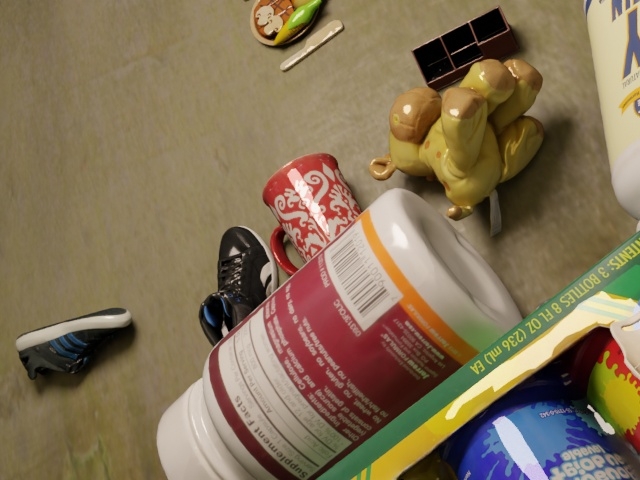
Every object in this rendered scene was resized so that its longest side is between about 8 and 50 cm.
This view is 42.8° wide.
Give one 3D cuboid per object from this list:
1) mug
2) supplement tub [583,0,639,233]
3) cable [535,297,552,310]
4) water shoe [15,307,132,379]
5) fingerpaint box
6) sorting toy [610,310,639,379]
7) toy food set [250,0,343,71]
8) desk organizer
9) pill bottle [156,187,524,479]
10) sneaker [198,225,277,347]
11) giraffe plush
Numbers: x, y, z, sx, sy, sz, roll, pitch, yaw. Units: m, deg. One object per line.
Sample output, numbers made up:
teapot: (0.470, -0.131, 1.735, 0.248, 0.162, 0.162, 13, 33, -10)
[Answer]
mug: (0.009, -0.004, 1.068, 0.113, 0.150, 0.169, -20, 62, -21)
supplement tub: (0.402, -0.147, 0.814, 0.235, 0.235, 0.325, -11, 67, 24)
cable: (0.323, 0.151, 0.872, 0.287, 0.072, 0.140, 12, 67, 18)
water shoe: (-0.360, 0.156, 1.223, 0.203, 0.073, 0.080, -15, 92, 22)
fingerpaint box: (0.225, 0.257, 0.646, 0.444, 0.163, 0.371, -39, 42, 8)
sorting toy: (0.261, 0.070, 0.619, 0.083, 0.045, 0.075, -39, 35, 4)
toy food set: (-0.056, -0.361, 1.251, 0.132, 0.038, 0.192, -36, 59, 13)
desk organizer: (0.190, -0.251, 1.074, 0.130, 0.050, 0.047, -24, 63, 19)
pill bottle: (0.014, 0.148, 0.911, 0.392, 0.224, 0.224, -42, 58, 18)
sneaker: (-0.113, 0.062, 1.080, 0.079, 0.121, 0.217, -23, 63, 18)
giraffe plush: (0.155, -0.127, 1.005, 0.170, 0.181, 0.210, 26, 120, 42)
